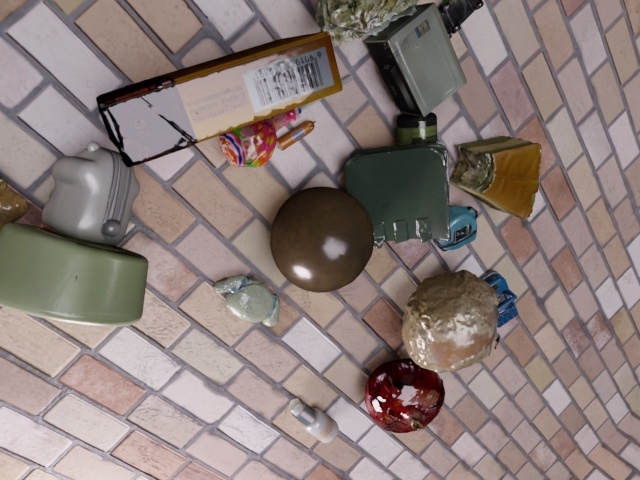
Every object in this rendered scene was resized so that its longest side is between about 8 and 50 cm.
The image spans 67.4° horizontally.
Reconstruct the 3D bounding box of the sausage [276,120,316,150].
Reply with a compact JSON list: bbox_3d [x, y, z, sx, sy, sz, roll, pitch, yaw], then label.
[{"bbox_3d":[-0.054,-0.250,1.126,0.107,0.031,0.031,-34,119,-10],"label":"sausage"}]

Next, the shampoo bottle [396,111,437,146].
[{"bbox_3d":[0.252,-0.186,1.251,0.101,0.101,0.284,-14,114,-20],"label":"shampoo bottle"}]

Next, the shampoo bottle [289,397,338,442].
[{"bbox_3d":[-0.025,0.525,1.407,0.074,0.074,0.192,-47,121,-3],"label":"shampoo bottle"}]

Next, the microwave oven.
[{"bbox_3d":[0.222,-0.421,1.132,0.163,0.129,0.205,-38,120,-5],"label":"microwave oven"}]

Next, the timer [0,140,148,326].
[{"bbox_3d":[-0.448,-0.027,0.914,0.290,0.290,0.315,17,85,-29],"label":"timer"}]

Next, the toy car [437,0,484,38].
[{"bbox_3d":[0.321,-0.555,1.164,0.165,0.062,0.071,-45,122,-5],"label":"toy car"}]

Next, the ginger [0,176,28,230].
[{"bbox_3d":[-0.648,-0.137,0.867,0.131,0.086,0.295,-16,112,5],"label":"ginger"}]

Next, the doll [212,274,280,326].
[{"bbox_3d":[-0.173,0.150,1.197,0.214,0.071,0.103,39,91,-34],"label":"doll"}]

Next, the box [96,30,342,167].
[{"bbox_3d":[-0.203,-0.278,0.914,0.415,0.264,0.116,-25,118,-17],"label":"box"}]

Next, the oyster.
[{"bbox_3d":[0.084,-0.503,1.015,0.267,0.198,0.112,-21,154,-22],"label":"oyster"}]

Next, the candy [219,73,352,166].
[{"bbox_3d":[-0.064,-0.284,1.080,0.365,0.124,0.124,-37,120,-18],"label":"candy"}]

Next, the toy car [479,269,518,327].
[{"bbox_3d":[0.575,0.198,1.546,0.097,0.100,0.191,-33,115,-6],"label":"toy car"}]

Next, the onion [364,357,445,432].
[{"bbox_3d":[0.259,0.474,1.437,0.252,0.219,0.252,-5,113,-13],"label":"onion"}]

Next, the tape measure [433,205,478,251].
[{"bbox_3d":[0.386,-0.038,1.379,0.146,0.081,0.125,-25,135,-11],"label":"tape measure"}]

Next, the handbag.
[{"bbox_3d":[0.197,-0.107,1.200,0.247,0.079,0.260,-3,115,15],"label":"handbag"}]

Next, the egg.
[{"bbox_3d":[0.366,0.229,1.363,0.310,0.279,0.279,-47,124,-29],"label":"egg"}]

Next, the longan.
[{"bbox_3d":[0.000,0.000,1.132,0.258,0.258,0.258,-9,112,-22],"label":"longan"}]

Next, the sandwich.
[{"bbox_3d":[0.475,-0.157,1.336,0.198,0.155,0.228,-14,114,-18],"label":"sandwich"}]
